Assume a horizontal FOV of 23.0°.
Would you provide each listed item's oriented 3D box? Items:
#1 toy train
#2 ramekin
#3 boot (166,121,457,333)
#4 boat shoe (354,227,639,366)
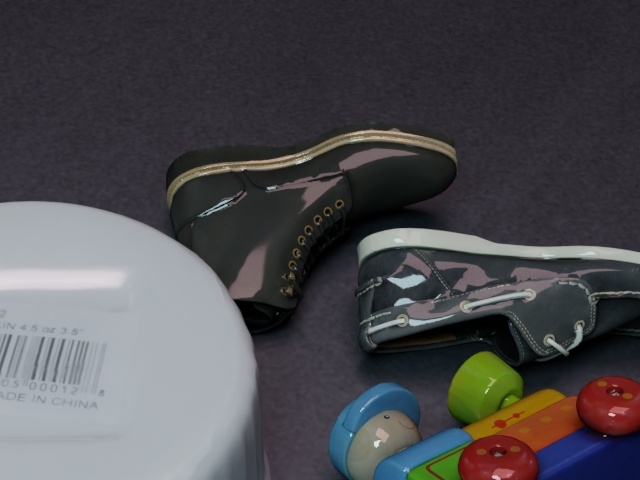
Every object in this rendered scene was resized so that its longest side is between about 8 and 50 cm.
[{"bbox_3d":[0.137,0.109,0.925,0.248,0.105,0.143,-22,33,-31],"label":"toy train"},{"bbox_3d":[-0.160,0.104,0.859,0.277,0.135,0.277,3,44,-3],"label":"ramekin"},{"bbox_3d":[0.000,0.000,1.040,0.198,0.077,0.137,-10,49,3],"label":"boot"},{"bbox_3d":[0.137,0.047,1.002,0.233,0.084,0.079,5,63,-5],"label":"boat shoe"}]
